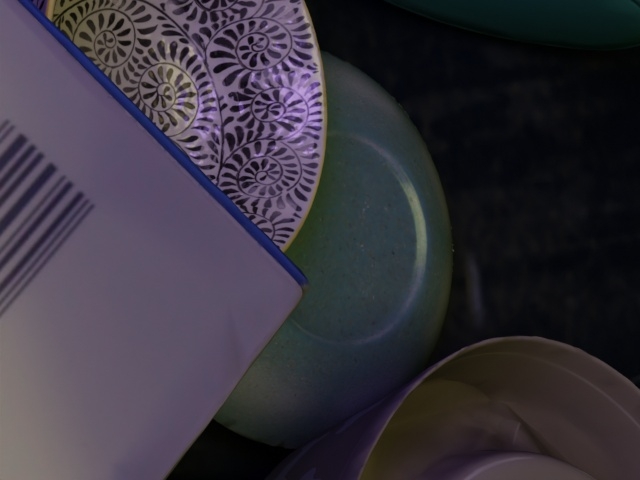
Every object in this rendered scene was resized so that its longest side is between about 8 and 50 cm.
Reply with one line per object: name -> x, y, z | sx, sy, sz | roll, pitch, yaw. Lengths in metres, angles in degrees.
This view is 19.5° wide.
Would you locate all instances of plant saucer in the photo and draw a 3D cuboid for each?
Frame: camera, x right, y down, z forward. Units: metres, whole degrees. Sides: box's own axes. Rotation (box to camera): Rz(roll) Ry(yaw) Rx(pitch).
plant saucer -> 0.000, 0.000, 0.873 | 0.195, 0.037, 0.195 | 6, 81, -37

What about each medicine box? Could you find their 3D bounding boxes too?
medicine box -> -0.191, -0.016, 0.645 | 0.263, 0.289, 0.149 | 45, 70, -19

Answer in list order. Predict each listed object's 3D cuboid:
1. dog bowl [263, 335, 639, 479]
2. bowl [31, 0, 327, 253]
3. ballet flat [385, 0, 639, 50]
dog bowl -> 0.081, 0.223, 0.827 | 0.349, 0.102, 0.349 | 21, 61, -44
bowl -> -0.079, -0.061, 0.779 | 0.170, 0.080, 0.170 | 9, 79, -51
ballet flat -> 0.026, -0.173, 0.875 | 0.348, 0.123, 0.123 | 6, 84, -26
